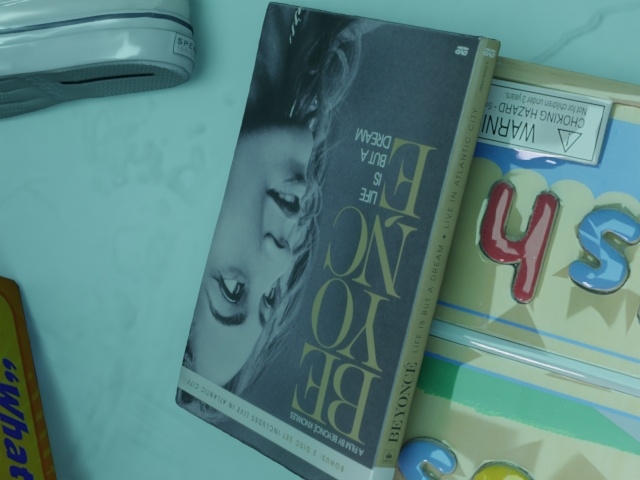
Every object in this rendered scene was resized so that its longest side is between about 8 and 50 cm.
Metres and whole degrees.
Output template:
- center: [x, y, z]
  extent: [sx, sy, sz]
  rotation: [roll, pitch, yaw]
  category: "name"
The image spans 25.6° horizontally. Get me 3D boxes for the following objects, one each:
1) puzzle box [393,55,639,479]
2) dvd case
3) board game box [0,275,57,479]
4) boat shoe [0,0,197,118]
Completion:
- center: [0.207, 0.086, 0.615]
  extent: [0.409, 0.052, 0.272]
  rotation: [15, 96, 23]
  category: "puzzle box"
- center: [0.000, 0.000, 0.687]
  extent: [0.164, 0.018, 0.221]
  rotation: [20, 100, 50]
  category: "dvd case"
- center: [-0.358, 0.203, 0.653]
  extent: [0.356, 0.356, 0.356]
  rotation: [-27, 63, 21]
  category: "board game box"
- center: [-0.174, -0.115, 0.779]
  extent: [0.226, 0.083, 0.076]
  rotation: [-3, 77, 12]
  category: "boat shoe"
